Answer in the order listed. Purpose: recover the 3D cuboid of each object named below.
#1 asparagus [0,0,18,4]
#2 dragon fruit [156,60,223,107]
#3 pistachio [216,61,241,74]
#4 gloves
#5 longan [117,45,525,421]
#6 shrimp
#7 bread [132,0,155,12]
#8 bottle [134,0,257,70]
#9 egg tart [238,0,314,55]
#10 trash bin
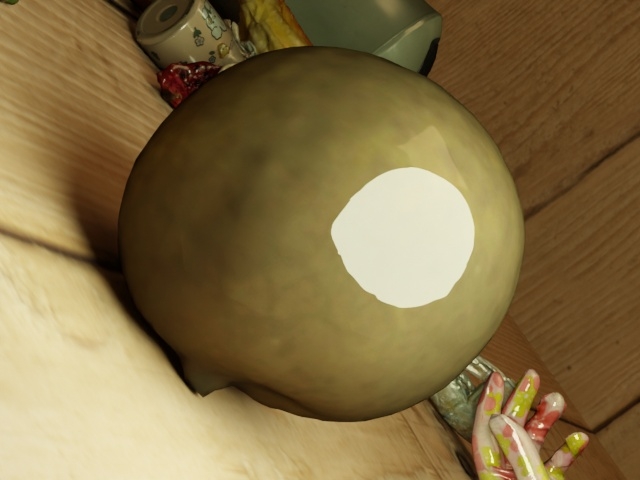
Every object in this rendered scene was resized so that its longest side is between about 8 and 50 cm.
[{"bbox_3d":[-0.277,-0.212,1.430,0.015,0.014,0.114,20,-1,15],"label":"asparagus"},{"bbox_3d":[-0.140,-0.168,1.857,0.131,0.097,0.063,6,41,-50],"label":"dragon fruit"},{"bbox_3d":[-0.045,-0.104,1.848,0.223,0.126,0.152,48,51,-48],"label":"pistachio"},{"bbox_3d":[0.235,0.266,1.954,0.145,0.126,0.241,-5,58,-47],"label":"gloves"},{"bbox_3d":[0.001,-0.004,1.235,0.297,0.297,0.297,52,8,-11],"label":"longan"},{"bbox_3d":[0.163,0.158,2.039,0.223,0.126,0.047,49,48,-8],"label":"shrimp"},{"bbox_3d":[-0.223,-0.339,2.075,0.192,0.067,0.119,52,17,-4],"label":"bread"},{"bbox_3d":[-0.131,-0.207,1.954,0.152,0.099,0.099,49,9,-35],"label":"bottle"},{"bbox_3d":[-0.038,-0.203,2.348,0.319,0.128,0.319,53,6,-8],"label":"egg tart"},{"bbox_3d":[-0.013,-0.374,2.710,0.432,0.280,0.280,51,8,4],"label":"trash bin"}]
